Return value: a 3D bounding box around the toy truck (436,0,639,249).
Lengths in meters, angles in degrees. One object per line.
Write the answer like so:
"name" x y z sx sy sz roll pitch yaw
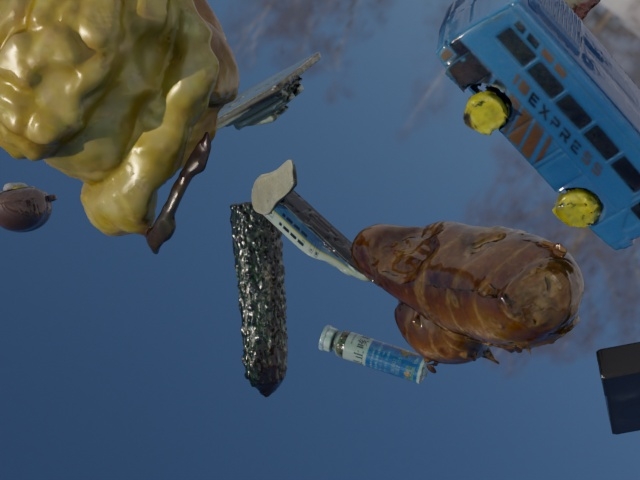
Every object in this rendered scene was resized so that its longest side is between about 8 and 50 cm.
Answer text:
"toy truck" 0.314 -0.164 1.709 0.385 0.162 0.161 45 -147 -18

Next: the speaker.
"speaker" 0.438 0.211 1.885 0.218 0.082 0.044 64 -164 -58

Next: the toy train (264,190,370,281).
"toy train" 0.000 0.000 2.092 0.234 0.051 0.052 42 -141 25

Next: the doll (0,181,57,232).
"doll" -0.581 -0.059 2.456 0.188 0.145 0.096 -8 -99 -19

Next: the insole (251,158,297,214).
"insole" -0.072 -0.077 2.007 0.010 0.192 0.063 -5 -101 -22

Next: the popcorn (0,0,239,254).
"popcorn" -0.251 -0.169 1.586 0.349 0.349 0.381 -16 -99 -62

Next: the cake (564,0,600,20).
"cake" 0.409 -0.403 2.058 0.086 0.220 0.116 58 -178 -30

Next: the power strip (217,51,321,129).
"power strip" -0.095 -0.238 2.322 0.064 0.213 0.198 60 -148 -10

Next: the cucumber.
"cucumber" -0.108 0.108 2.371 0.096 0.359 0.096 -2 -173 0

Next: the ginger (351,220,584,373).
"ginger" 0.228 0.086 1.893 0.418 0.176 0.254 4 136 54

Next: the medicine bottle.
"medicine bottle" 0.093 0.196 2.301 0.191 0.051 0.051 16 -162 16
